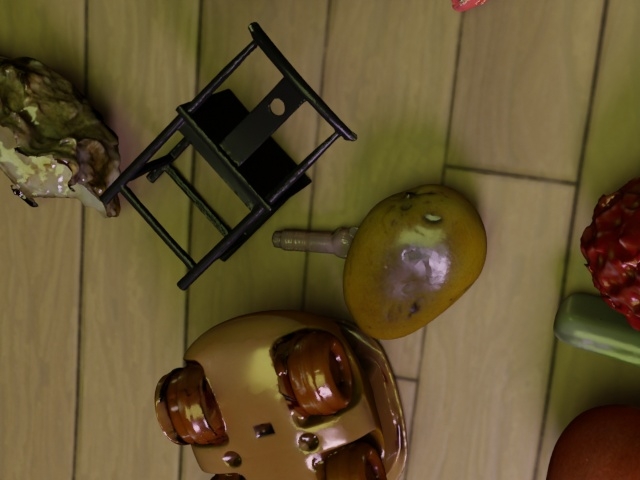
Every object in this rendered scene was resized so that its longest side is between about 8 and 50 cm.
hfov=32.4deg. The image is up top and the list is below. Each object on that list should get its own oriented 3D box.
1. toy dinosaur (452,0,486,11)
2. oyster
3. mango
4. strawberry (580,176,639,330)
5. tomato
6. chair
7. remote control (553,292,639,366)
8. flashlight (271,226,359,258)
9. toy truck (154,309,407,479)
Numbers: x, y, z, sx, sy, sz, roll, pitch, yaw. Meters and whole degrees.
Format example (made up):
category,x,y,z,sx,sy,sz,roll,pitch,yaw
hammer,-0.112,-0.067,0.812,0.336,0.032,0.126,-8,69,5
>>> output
category,x,y,z,sx,sy,sz,roll,pitch,yaw
toy dinosaur,0.225,-0.336,1.064,0.139,0.070,0.286,32,107,-4
oyster,-0.357,-0.137,1.248,0.337,0.133,0.197,30,150,16
mango,0.096,0.030,1.167,0.137,0.098,0.195,20,118,-5
strawberry,0.351,0.012,1.064,0.178,0.234,0.233,12,110,45
tomato,0.347,0.266,1.076,0.256,0.256,0.224,11,89,14
chair,-0.087,-0.092,1.167,0.260,0.141,0.154,-42,90,23
remote control,0.390,0.116,1.107,0.310,0.090,0.038,15,117,11
flashlight,0.000,0.000,1.226,0.110,0.031,0.052,4,130,19
toy truck,-0.029,0.201,1.190,0.204,0.211,0.288,-17,102,19
